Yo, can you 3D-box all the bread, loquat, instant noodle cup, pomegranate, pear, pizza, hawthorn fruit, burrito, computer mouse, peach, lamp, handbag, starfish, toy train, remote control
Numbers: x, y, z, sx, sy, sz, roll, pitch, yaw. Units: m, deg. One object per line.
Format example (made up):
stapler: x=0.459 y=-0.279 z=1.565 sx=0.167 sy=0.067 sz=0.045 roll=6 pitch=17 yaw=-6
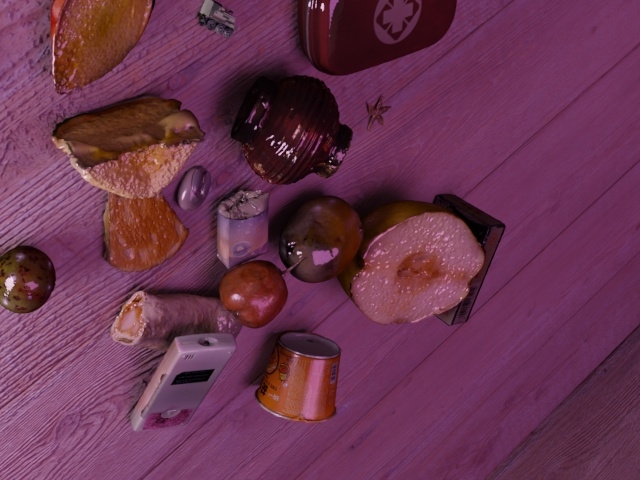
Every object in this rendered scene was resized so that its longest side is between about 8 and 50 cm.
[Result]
bread: x=-0.339 y=-0.155 z=1.602 sx=0.252 sy=0.174 sz=0.133 roll=-24 pitch=137 yaw=-29
loquat: x=0.000 y=0.000 z=2.044 sx=0.227 sy=0.179 sz=0.179 roll=-49 pitch=144 yaw=-32
instant noodle cup: x=-0.046 y=0.337 z=2.242 sx=0.216 sy=0.216 sz=0.172 roll=-1 pitch=110 yaw=-44
pomegranate: x=-0.545 y=0.072 z=1.612 sx=0.130 sy=0.130 sz=0.130 roll=-25 pitch=133 yaw=-30
pear: x=0.208 y=0.032 z=2.251 sx=0.386 sy=0.191 sz=0.340 roll=10 pitch=117 yaw=-35
pizza: x=-0.368 y=-0.036 z=1.771 sx=0.181 sy=0.034 sz=0.262 roll=-38 pitch=139 yaw=-19
hawthorn fruit: x=-0.132 y=0.113 z=1.964 sx=0.189 sy=0.149 sz=0.149 roll=-23 pitch=133 yaw=-26
burrito: x=-0.302 y=0.186 z=1.949 sx=0.299 sy=0.105 sz=0.143 roll=10 pitch=107 yaw=-46
computer mouse: x=-0.257 y=-0.103 z=1.826 sx=0.066 sy=0.039 sz=0.096 roll=20 pitch=103 yaw=-50
peach: x=-0.379 y=-0.373 z=1.486 sx=0.279 sy=0.068 sz=0.189 roll=-56 pitch=149 yaw=0
lamp: x=-0.054 y=-0.221 z=1.789 sx=0.247 sy=0.247 sz=0.247 roll=-25 pitch=133 yaw=-30
handbag: x=-0.169 y=-0.034 z=1.930 sx=0.117 sy=0.095 sz=0.173 roll=-25 pitch=141 yaw=-29
starfish: x=0.130 y=-0.297 z=2.085 sx=0.086 sy=0.016 sz=0.092 roll=9 pitch=114 yaw=-45
toy train: x=-0.190 y=-0.415 z=1.666 sx=0.083 sy=0.033 sz=0.053 roll=14 pitch=104 yaw=-49
remote control: x=-0.311 y=0.321 z=1.980 sx=0.145 sy=0.050 sz=0.344 roll=0 pitch=141 yaw=-35

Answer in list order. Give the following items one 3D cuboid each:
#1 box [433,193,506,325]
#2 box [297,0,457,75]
box: x=0.360 y=0.053 z=2.423 sx=0.084 sy=0.198 sz=0.310 roll=-5 pitch=121 yaw=-42
box: x=0.129 y=-0.495 z=1.861 sx=0.404 sy=0.108 sz=0.263 roll=-25 pitch=133 yaw=-29
